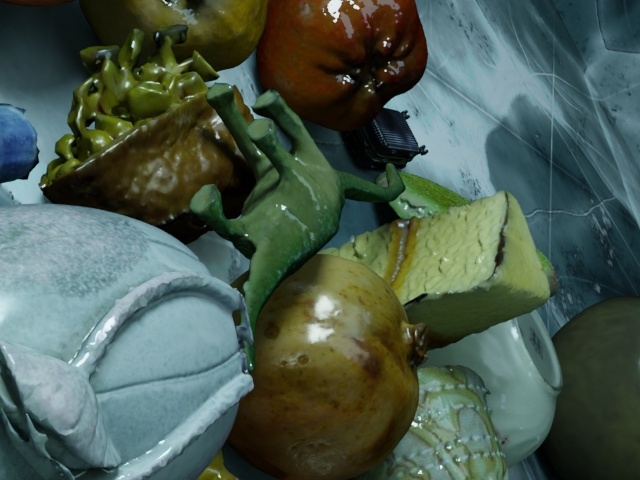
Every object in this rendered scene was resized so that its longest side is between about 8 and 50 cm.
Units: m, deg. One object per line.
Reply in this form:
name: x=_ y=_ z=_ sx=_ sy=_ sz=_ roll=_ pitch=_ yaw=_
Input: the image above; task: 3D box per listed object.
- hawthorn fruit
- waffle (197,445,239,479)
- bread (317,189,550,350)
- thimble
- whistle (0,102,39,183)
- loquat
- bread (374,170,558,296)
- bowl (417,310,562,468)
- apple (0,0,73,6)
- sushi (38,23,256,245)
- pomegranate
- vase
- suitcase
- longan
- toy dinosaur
hawthorn fruit: x=0.015 y=-0.272 z=1.352 sx=0.224 sy=0.224 sz=0.261 roll=30 pitch=22 yaw=-43
waffle: x=-0.090 y=0.290 z=0.857 sx=0.254 sy=0.052 sz=0.245 roll=-20 pitch=81 yaw=-60
bread: x=0.104 y=0.059 z=1.138 sx=0.141 sy=0.266 sz=0.178 roll=59 pitch=31 yaw=-12
thimble: x=0.117 y=0.220 z=1.130 sx=0.190 sy=0.137 sz=0.143 roll=-3 pitch=65 yaw=-33
whistle: x=-0.287 y=-0.042 z=0.609 sx=0.062 sy=0.062 sz=0.304 roll=63 pitch=28 yaw=2
loquat: x=-0.144 y=-0.249 z=1.066 sx=0.176 sy=0.187 sz=0.234 roll=59 pitch=-6 yaw=2
bread: x=0.211 y=-0.016 z=1.457 sx=0.301 sy=0.045 sz=0.301 roll=30 pitch=15 yaw=-9
bowl: x=0.212 y=0.154 z=1.322 sx=0.277 sy=0.145 sz=0.277 roll=44 pitch=31 yaw=-36
apple: x=-0.259 y=-0.333 z=0.919 sx=0.206 sy=0.251 sz=0.272 roll=38 pitch=18 yaw=-52
sushi: x=-0.147 y=-0.083 z=0.968 sx=0.296 sy=0.167 sz=0.179 roll=-27 pitch=82 yaw=-41
pomegranate: x=0.000 y=0.118 z=0.968 sx=0.215 sy=0.215 sz=0.215 roll=38 pitch=37 yaw=-36
vase: x=-0.250 y=0.101 z=0.584 sx=0.445 sy=0.250 sz=0.250 roll=-9 pitch=73 yaw=-53
suitcase: x=0.089 y=-0.147 z=1.490 sx=0.126 sy=0.059 sz=0.086 roll=0 pitch=60 yaw=-57
longan: x=0.473 y=0.238 z=1.533 sx=0.361 sy=0.361 sz=0.361 roll=38 pitch=37 yaw=-36
toy dinosaur: x=0.000 y=0.000 z=0.934 sx=0.301 sy=0.087 sz=0.447 roll=54 pitch=28 yaw=-39
